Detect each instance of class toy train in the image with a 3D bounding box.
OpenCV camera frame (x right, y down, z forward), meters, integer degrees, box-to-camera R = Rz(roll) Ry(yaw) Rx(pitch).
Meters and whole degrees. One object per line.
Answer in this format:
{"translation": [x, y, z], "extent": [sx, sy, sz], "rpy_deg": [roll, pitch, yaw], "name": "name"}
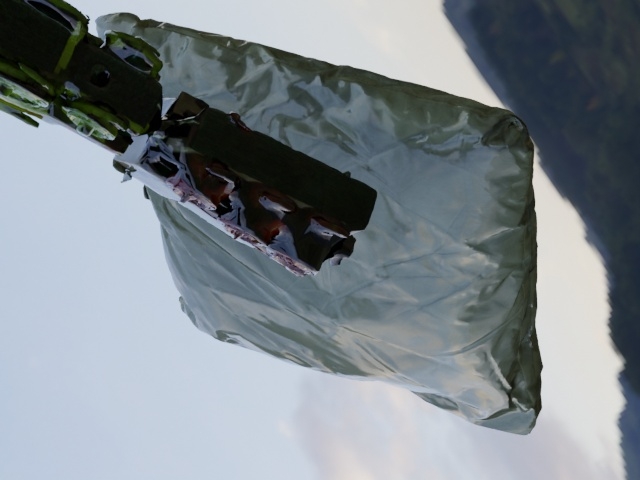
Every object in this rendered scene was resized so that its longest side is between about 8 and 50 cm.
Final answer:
{"translation": [-0.084, -0.055, 0.584], "extent": [0.249, 0.053, 0.085], "rpy_deg": [31, 169, -30], "name": "toy train"}

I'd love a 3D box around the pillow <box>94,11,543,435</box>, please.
{"translation": [0.001, 0.001, 0.824], "extent": [0.076, 0.274, 0.281], "rpy_deg": [-58, -27, -33], "name": "pillow"}
